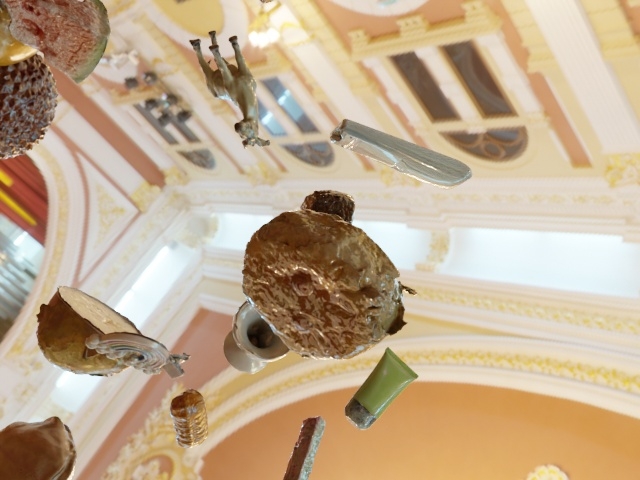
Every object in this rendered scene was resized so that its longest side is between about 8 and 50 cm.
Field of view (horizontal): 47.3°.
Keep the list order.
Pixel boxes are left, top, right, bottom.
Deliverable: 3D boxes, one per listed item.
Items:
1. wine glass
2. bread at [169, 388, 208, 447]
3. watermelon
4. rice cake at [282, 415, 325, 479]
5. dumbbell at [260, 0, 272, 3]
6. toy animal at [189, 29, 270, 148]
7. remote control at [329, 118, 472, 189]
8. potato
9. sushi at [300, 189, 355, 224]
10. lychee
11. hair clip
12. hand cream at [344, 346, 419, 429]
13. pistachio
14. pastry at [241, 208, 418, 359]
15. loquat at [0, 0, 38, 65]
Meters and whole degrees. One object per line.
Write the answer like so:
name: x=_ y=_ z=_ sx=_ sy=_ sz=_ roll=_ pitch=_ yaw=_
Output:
wine glass: x=-0.154 y=0.239 z=1.805 sx=0.165 sy=0.164 sz=0.196 roll=-61 pitch=-176 yaw=-30
bread: x=-0.195 y=0.268 z=1.090 sx=0.052 sy=0.157 sz=0.044 roll=-22 pitch=-119 yaw=-20
watermelon: x=-0.365 y=-0.289 z=1.026 sx=0.121 sy=0.158 sz=0.098 roll=48 pitch=-67 yaw=21
rice cake: x=-0.060 y=0.518 z=1.625 sx=0.081 sy=0.051 sz=0.290 roll=-26 pitch=-152 yaw=39
dumbbell: x=-0.162 y=-0.584 z=1.480 sx=0.092 sy=0.231 sz=0.082 roll=-48 pitch=-175 yaw=8
toy animal: x=-0.153 y=-0.259 z=1.243 sx=0.073 sy=0.176 sz=0.217 roll=-22 pitch=-150 yaw=-16
remote control: x=0.163 y=-0.169 z=1.490 sx=0.103 sy=0.293 sz=0.051 roll=147 pitch=-38 yaw=-70
potato: x=-0.631 y=0.283 z=1.984 sx=0.196 sy=0.299 sz=0.246 roll=-57 pitch=168 yaw=4
sushi: x=0.000 y=0.000 z=2.319 sx=0.211 sy=0.170 sz=0.350 roll=-82 pitch=-176 yaw=-58
lychee: x=-0.693 y=-0.321 z=1.548 sx=0.264 sy=0.264 sz=0.300 roll=0 pitch=-89 yaw=48
hair clip: x=-0.388 y=0.242 z=1.600 sx=0.140 sy=0.220 sz=0.054 roll=-22 pitch=-133 yaw=38
hand cream: x=0.124 y=0.324 z=1.567 sx=0.175 sy=0.095 sz=0.046 roll=-47 pitch=180 yaw=-20
pistachio: x=-0.594 y=0.463 z=1.475 sx=0.212 sy=0.163 sz=0.260 roll=-44 pitch=-160 yaw=-17
pastry: x=-0.003 y=0.079 z=1.341 sx=0.329 sy=0.330 sz=0.136 roll=-11 pitch=-154 yaw=40
loquat: x=-0.593 y=-0.426 z=1.338 sx=0.208 sy=0.208 sz=0.208 roll=-28 pitch=-147 yaw=21
